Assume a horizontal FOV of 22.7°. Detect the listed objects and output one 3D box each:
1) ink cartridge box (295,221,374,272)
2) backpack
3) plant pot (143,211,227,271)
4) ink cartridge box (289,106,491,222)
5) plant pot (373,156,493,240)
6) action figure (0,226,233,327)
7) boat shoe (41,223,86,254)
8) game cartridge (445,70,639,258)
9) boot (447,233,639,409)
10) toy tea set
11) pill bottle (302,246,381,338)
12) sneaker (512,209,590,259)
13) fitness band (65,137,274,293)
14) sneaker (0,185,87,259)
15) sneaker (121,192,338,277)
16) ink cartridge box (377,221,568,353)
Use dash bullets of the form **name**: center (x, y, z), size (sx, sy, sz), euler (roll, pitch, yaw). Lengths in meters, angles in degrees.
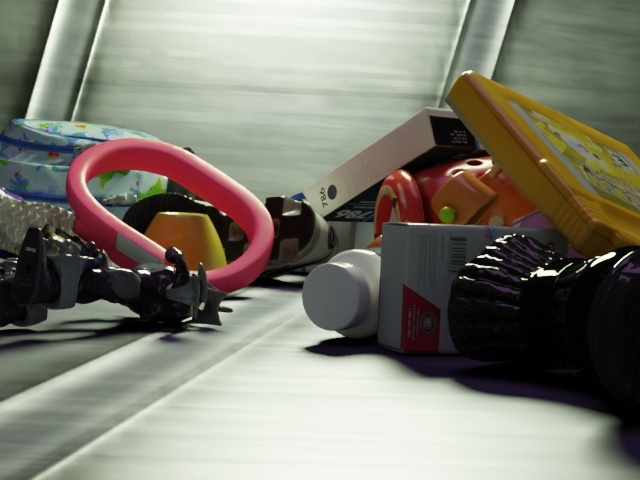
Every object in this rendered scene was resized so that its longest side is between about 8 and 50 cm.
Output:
- **ink cartridge box**: center (0.000, 0.000, 2.445), size (0.219, 0.092, 0.160), euler (7, 6, 34)
- **backpack**: center (-0.386, -0.093, 2.699), size (0.356, 0.273, 0.290), euler (-10, 11, 1)
- **plant pot**: center (-0.187, 0.011, 2.145), size (0.134, 0.095, 0.134), euler (3, 3, 0)
- **ink cartridge box**: center (0.110, -0.088, 2.241), size (0.165, 0.065, 0.333), euler (0, -20, -38)
- **plant pot**: center (0.168, -0.015, 2.102), size (0.174, 0.191, 0.191), euler (-1, 5, -13)
- **action figure**: center (-0.212, 0.044, 1.662), size (0.185, 0.099, 0.285), euler (-6, -6, 40)
- **boat shoe**: center (-0.329, 0.028, 2.016), size (0.073, 0.080, 0.223), euler (25, -4, -13)
- **game cartridge**: center (0.310, -0.045, 1.708), size (0.285, 0.052, 0.323), euler (20, 22, -36)
- **boot**: center (0.216, 0.061, 1.373), size (0.260, 0.131, 0.348), euler (13, -2, 31)
- **toy tea set**: center (0.181, 0.003, 1.890), size (0.336, 0.124, 0.200), euler (-38, -14, -22)
- **pill bottle**: center (0.054, 0.054, 1.678), size (0.094, 0.094, 0.169), euler (5, 4, 32)
- **sneaker**: center (0.319, 0.028, 1.775), size (0.282, 0.161, 0.102), euler (8, 5, 40)
- **fitness band**: center (-0.197, -0.033, 2.067), size (0.291, 0.054, 0.209), euler (34, 42, 21)
- **sneaker**: center (-0.472, -0.032, 2.233), size (0.293, 0.102, 0.146), euler (28, -15, -8)
- **sneaker**: center (-0.129, 0.007, 2.281), size (0.331, 0.122, 0.146), euler (3, -14, 26)
- **ink cartridge box**: center (0.152, 0.048, 1.601), size (0.175, 0.127, 0.072), euler (2, 1, -19)
